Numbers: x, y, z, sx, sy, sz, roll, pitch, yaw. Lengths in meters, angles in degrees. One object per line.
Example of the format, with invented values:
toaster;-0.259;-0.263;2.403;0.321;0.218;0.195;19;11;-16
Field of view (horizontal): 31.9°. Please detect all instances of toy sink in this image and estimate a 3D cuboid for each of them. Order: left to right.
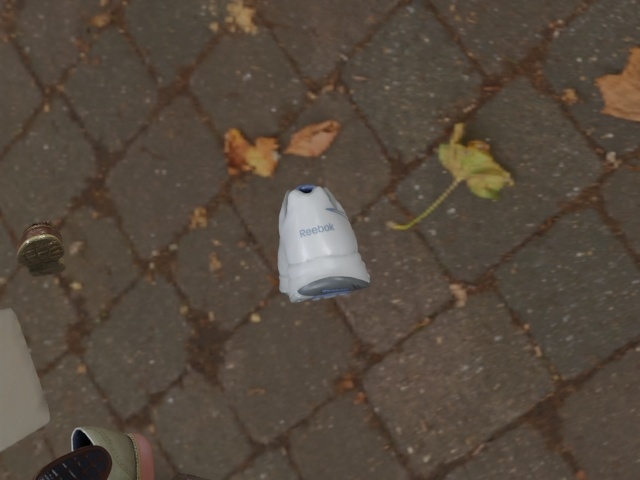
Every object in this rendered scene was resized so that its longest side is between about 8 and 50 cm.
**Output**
toy sink;-0.421;0.173;1.270;0.131;0.234;0.152;-18;91;3

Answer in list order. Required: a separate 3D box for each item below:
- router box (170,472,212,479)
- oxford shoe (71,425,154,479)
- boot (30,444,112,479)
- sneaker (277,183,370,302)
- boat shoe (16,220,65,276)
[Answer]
router box;-0.215;0.501;1.631;0.081;0.243;0.308;14;79;-3
oxford shoe;-0.357;0.491;1.839;0.140;0.146;0.397;-37;47;27
boot;-0.381;0.363;1.522;0.082;0.219;0.106;51;136;-2
sneaker;0.000;0.000;1.298;0.111;0.297;0.129;-11;89;-6
boat shoe;-0.385;0.003;1.533;0.178;0.064;0.060;125;133;-73
